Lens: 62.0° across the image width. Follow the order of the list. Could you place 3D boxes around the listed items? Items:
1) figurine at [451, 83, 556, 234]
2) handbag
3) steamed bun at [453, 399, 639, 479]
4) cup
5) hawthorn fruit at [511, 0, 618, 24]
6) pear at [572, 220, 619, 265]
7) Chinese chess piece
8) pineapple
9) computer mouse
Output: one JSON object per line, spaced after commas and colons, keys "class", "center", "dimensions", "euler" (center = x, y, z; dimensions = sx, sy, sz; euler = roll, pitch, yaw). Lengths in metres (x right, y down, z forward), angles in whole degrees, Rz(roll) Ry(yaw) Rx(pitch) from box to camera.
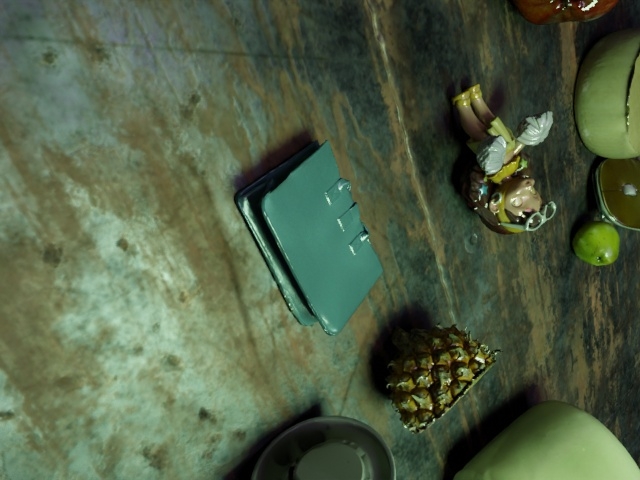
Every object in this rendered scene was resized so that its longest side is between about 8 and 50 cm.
{"class": "figurine", "center": [0.276, -0.122, 0.824], "dimensions": [0.174, 0.115, 0.240], "euler": [-33, 113, -30]}
{"class": "handbag", "center": [0.000, 0.000, 0.679], "dimensions": [0.144, 0.057, 0.221], "euler": [-42, 122, -28]}
{"class": "steamed bun", "center": [0.428, 0.573, 0.986], "dimensions": [0.371, 0.289, 0.457], "euler": [-21, 112, -31]}
{"class": "cup", "center": [-0.004, 0.381, 0.696], "dimensions": [0.241, 0.185, 0.226], "euler": [-22, 120, -12]}
{"class": "hawthorn fruit", "center": [0.375, -0.436, 0.798], "dimensions": [0.185, 0.185, 0.203], "euler": [26, 69, -38]}
{"class": "pear", "center": [0.564, 0.007, 1.092], "dimensions": [0.092, 0.097, 0.092], "euler": [-6, 125, -9]}
{"class": "Chinese chess piece", "center": [0.603, -0.286, 1.047], "dimensions": [0.249, 0.103, 0.250], "euler": [-10, 106, -37]}
{"class": "pineapple", "center": [0.157, 0.182, 0.799], "dimensions": [0.176, 0.137, 0.161], "euler": [-40, 161, -10]}
{"class": "computer mouse", "center": [0.694, -0.088, 1.161], "dimensions": [0.310, 0.071, 0.159], "euler": [8, 72, -38]}
